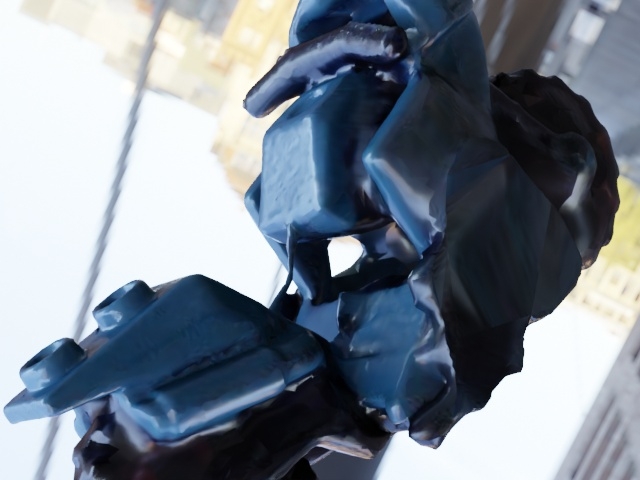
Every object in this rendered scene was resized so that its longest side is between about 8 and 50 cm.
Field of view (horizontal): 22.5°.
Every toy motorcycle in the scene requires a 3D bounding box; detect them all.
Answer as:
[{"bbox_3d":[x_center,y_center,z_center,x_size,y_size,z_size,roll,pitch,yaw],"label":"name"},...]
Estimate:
[{"bbox_3d":[0.000,0.000,0.851,0.232,0.416,0.172,56,148,-12],"label":"toy motorcycle"}]
